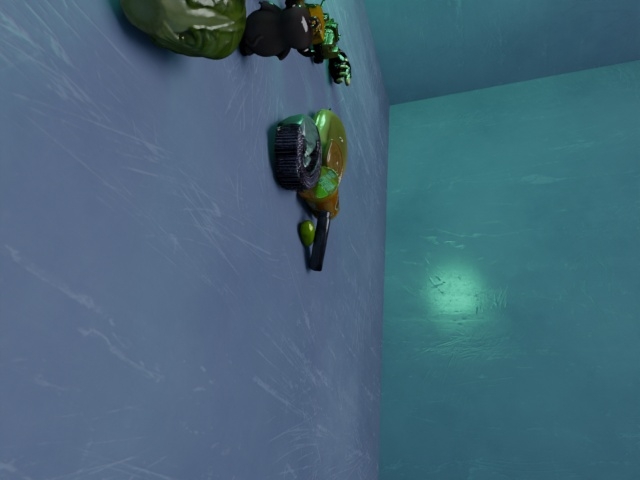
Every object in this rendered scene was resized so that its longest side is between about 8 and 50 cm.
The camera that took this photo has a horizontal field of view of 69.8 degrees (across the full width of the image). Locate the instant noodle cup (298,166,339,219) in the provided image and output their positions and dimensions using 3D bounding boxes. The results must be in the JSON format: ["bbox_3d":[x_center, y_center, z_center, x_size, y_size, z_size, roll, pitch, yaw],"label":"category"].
[{"bbox_3d":[0.006,-0.172,1.833,0.185,0.168,0.169,71,22,-55],"label":"instant noodle cup"}]

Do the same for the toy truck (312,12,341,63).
[{"bbox_3d":[0.028,-0.936,2.106,0.127,0.127,0.257,76,14,-52],"label":"toy truck"}]

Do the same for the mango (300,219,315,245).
[{"bbox_3d":[-0.049,-0.028,1.761,0.073,0.056,0.108,-71,163,-61],"label":"mango"}]

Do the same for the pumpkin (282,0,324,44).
[{"bbox_3d":[-0.069,-0.900,1.831,0.248,0.130,0.126,26,69,-74],"label":"pumpkin"}]

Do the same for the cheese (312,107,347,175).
[{"bbox_3d":[0.035,-0.431,2.008,0.259,0.128,0.316,47,40,-59],"label":"cheese"}]

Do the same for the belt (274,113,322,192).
[{"bbox_3d":[-0.073,-0.319,1.664,0.325,0.122,0.261,-60,146,-59],"label":"belt"}]

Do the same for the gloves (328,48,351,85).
[{"bbox_3d":[0.100,-0.871,2.328,0.164,0.124,0.204,44,42,-36],"label":"gloves"}]

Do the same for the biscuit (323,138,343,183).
[{"bbox_3d":[0.056,-0.309,1.888,0.142,0.028,0.221,-33,126,-55],"label":"biscuit"}]

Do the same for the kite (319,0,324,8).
[{"bbox_3d":[-0.010,-0.998,2.008,0.250,0.012,0.229,-63,-166,11],"label":"kite"}]

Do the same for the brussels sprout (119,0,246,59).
[{"bbox_3d":[-0.281,-0.501,0.966,0.271,0.210,0.220,-43,149,-53],"label":"brussels sprout"}]

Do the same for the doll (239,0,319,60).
[{"bbox_3d":[-0.127,-0.625,1.371,0.117,0.257,0.182,-85,160,-49],"label":"doll"}]

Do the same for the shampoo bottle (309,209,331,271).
[{"bbox_3d":[0.000,0.000,1.787,0.087,0.049,0.234,-138,-123,-73],"label":"shampoo bottle"}]
